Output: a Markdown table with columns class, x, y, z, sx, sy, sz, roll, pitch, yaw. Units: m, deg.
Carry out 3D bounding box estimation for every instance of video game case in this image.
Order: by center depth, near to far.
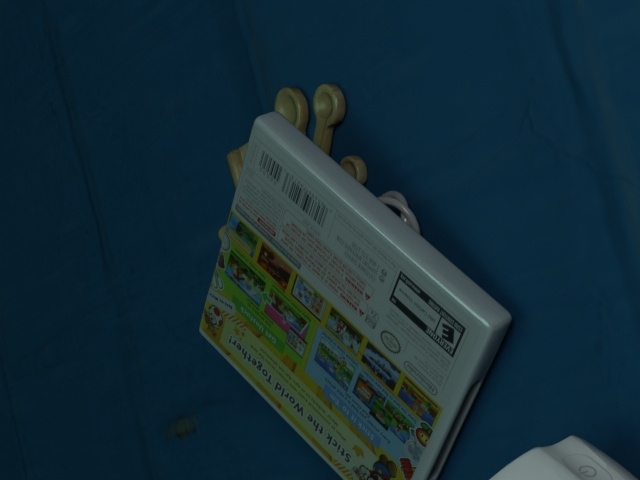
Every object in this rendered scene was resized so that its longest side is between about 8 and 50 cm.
| class | x | y | z | sx | sy | sz | roll | pitch | yaw |
| --- | --- | --- | --- | --- | --- | --- | --- | --- | --- |
| video game case | 0.012 | 0.057 | 0.924 | 0.227 | 0.026 | 0.206 | 42 | 134 | 27 |

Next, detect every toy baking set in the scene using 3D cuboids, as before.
| class | x | y | z | sx | sy | sz | roll | pitch | yaw |
| --- | --- | --- | --- | --- | --- | --- | --- | --- | --- |
| toy baking set | -0.003 | 0.004 | 0.969 | 0.256 | 0.030 | 0.196 | 58 | 141 | 30 |

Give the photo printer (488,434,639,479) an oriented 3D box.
| class | x | y | z | sx | sy | sz | roll | pitch | yaw |
| --- | --- | --- | --- | --- | --- | --- | --- | --- | --- |
| photo printer | 0.140 | 0.279 | 0.759 | 0.256 | 0.107 | 0.307 | 57 | 140 | 31 |
